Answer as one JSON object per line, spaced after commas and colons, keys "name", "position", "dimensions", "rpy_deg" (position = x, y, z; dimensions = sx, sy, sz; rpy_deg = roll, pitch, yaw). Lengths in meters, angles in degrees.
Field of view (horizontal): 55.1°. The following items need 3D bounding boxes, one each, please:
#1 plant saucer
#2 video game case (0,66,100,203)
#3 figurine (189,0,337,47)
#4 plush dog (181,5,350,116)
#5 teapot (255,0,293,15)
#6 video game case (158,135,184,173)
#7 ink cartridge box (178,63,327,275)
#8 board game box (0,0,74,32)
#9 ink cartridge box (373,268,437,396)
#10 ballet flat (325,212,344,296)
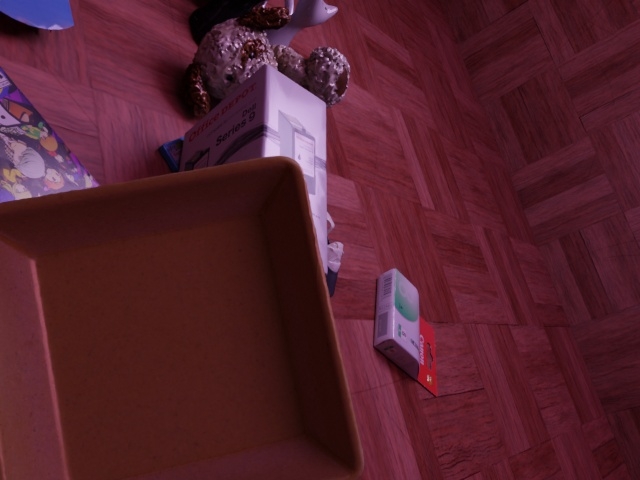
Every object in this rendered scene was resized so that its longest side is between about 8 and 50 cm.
{"name": "plant saucer", "position": [-0.152, 0.106, 0.618], "dimensions": [0.081, 0.333, 0.332], "rpy_deg": [128, -50, -80]}
{"name": "video game case", "position": [-0.369, -0.073, 0.650], "dimensions": [0.210, 0.042, 0.232], "rpy_deg": [54, 32, -16]}
{"name": "figurine", "position": [-0.097, -0.421, 1.157], "dimensions": [0.215, 0.209, 0.092], "rpy_deg": [7, 61, -54]}
{"name": "plush dog", "position": [-0.115, -0.281, 1.054], "dimensions": [0.210, 0.262, 0.225], "rpy_deg": [44, 3, 42]}
{"name": "teapot", "position": [-0.159, -0.531, 1.177], "dimensions": [0.256, 0.252, 0.187], "rpy_deg": [17, 89, -8]}
{"name": "video game case", "position": [-0.175, -0.092, 0.979], "dimensions": [0.166, 0.015, 0.119], "rpy_deg": [59, 32, -7]}
{"name": "ink cartridge box", "position": [-0.102, -0.063, 0.853], "dimensions": [0.121, 0.211, 0.289], "rpy_deg": [26, 50, -37]}
{"name": "board game box", "position": [-0.405, -0.338, 0.812], "dimensions": [0.133, 0.033, 0.168], "rpy_deg": [7, 56, -48]}
{"name": "ink cartridge box", "position": [0.198, 0.193, 1.278], "dimensions": [0.225, 0.056, 0.181], "rpy_deg": [40, 38, -29]}
{"name": "ballet flat", "position": [0.000, 0.000, 1.113], "dimensions": [0.074, 0.074, 0.203], "rpy_deg": [-1, 68, -56]}
